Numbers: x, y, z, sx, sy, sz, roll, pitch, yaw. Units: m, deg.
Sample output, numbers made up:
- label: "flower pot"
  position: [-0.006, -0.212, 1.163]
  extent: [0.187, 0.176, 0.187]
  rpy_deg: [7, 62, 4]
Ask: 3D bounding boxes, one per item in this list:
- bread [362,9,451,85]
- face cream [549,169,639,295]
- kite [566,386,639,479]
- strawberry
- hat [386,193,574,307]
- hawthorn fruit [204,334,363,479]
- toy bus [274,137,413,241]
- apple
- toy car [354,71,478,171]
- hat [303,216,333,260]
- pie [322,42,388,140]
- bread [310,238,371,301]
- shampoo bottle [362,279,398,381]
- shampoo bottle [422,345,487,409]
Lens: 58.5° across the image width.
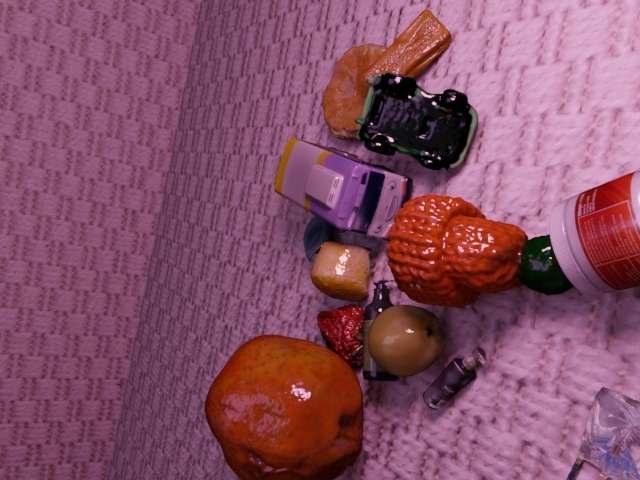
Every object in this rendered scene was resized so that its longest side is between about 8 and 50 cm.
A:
- label: "bread"
  position: [0.250, -0.541, 1.681]
  extent: [0.271, 0.077, 0.139]
  rpy_deg: [-44, 66, 21]
- label: "face cream"
  position: [0.565, -0.013, 1.064]
  extent: [0.187, 0.200, 0.201]
  rpy_deg: [-27, 60, 48]
- label: "kite"
  position: [0.553, 0.445, 1.126]
  extent: [0.169, 0.015, 0.310]
  rpy_deg: [46, 116, 49]
- label: "strawberry"
  position: [0.062, 0.286, 1.765]
  extent: [0.286, 0.106, 0.189]
  rpy_deg: [11, 89, 55]
- label: "hat"
  position: [0.355, 0.053, 1.283]
  extent: [0.400, 0.285, 0.286]
  rpy_deg: [19, 97, 49]
- label: "hawthorn fruit"
  position: [-0.092, 0.509, 1.648]
  extent: [0.471, 0.471, 0.473]
  rpy_deg: [-18, 67, 51]
- label: "toy bus"
  position: [0.054, -0.169, 1.767]
  extent: [0.440, 0.249, 0.210]
  rpy_deg: [34, 109, 52]
- label: "apple"
  position: [0.221, 0.257, 1.488]
  extent: [0.200, 0.199, 0.200]
  rpy_deg: [-18, 67, 51]
- label: "toy car"
  position: [0.248, -0.333, 1.569]
  extent: [0.358, 0.176, 0.214]
  rpy_deg: [21, 110, 18]
- label: "hat"
  position: [0.000, 0.000, 1.955]
  extent: [0.138, 0.077, 0.191]
  rpy_deg: [-46, 28, 27]
- label: "pie"
  position: [0.130, -0.486, 1.880]
  extent: [0.339, 0.083, 0.340]
  rpy_deg: [-13, 73, 48]
- label: "bread"
  position: [0.068, 0.097, 1.754]
  extent: [0.197, 0.197, 0.171]
  rpy_deg: [1, 70, 54]
- label: "shampoo bottle"
  position: [0.172, 0.253, 1.625]
  extent: [0.101, 0.101, 0.284]
  rpy_deg: [-13, 71, 52]
- label: "shampoo bottle"
  position: [0.335, 0.340, 1.415]
  extent: [0.208, 0.057, 0.064]
  rpy_deg: [-56, 41, 30]
